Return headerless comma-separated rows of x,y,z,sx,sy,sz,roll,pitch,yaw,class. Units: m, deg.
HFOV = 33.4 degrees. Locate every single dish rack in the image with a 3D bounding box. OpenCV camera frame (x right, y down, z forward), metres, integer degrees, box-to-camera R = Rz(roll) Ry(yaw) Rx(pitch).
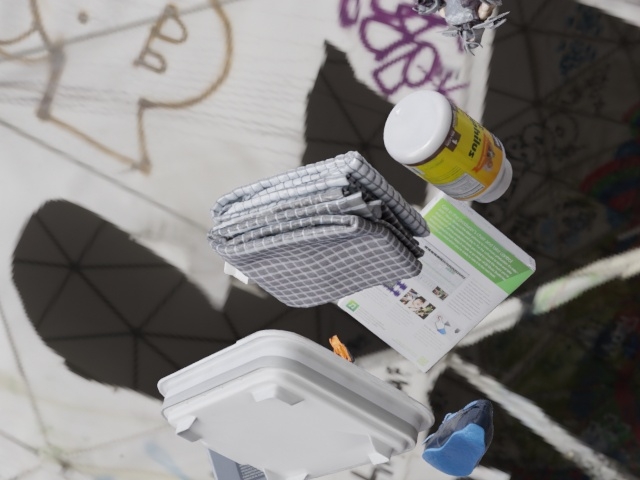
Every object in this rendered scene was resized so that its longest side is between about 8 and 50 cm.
-0.046,0.244,1.426,0.285,0.333,0.072,32,-126,-25,dish rack

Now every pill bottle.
0.201,-0.134,1.618,0.215,0.117,0.117,28,-96,-44,pill bottle

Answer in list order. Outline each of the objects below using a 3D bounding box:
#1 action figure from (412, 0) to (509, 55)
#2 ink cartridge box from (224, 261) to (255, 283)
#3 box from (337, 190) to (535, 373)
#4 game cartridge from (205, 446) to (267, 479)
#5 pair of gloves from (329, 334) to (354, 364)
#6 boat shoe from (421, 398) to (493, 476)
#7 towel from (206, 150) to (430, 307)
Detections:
0.235,-0.464,1.885,0.099,0.185,0.285,-28,-73,-44,action figure
-0.138,0.036,2.350,0.143,0.090,0.092,-6,-66,-41,ink cartridge box
0.221,0.081,2.061,0.322,0.232,0.058,-47,10,27,box
-0.086,0.407,2.193,0.062,0.297,0.198,152,101,-80,game cartridge
0.024,0.226,2.031,0.083,0.074,0.010,-34,-6,30,pair of gloves
0.257,0.350,1.877,0.089,0.109,0.258,-61,3,-27,boat shoe
0.000,0.000,1.641,0.235,0.283,0.121,41,-136,-46,towel
